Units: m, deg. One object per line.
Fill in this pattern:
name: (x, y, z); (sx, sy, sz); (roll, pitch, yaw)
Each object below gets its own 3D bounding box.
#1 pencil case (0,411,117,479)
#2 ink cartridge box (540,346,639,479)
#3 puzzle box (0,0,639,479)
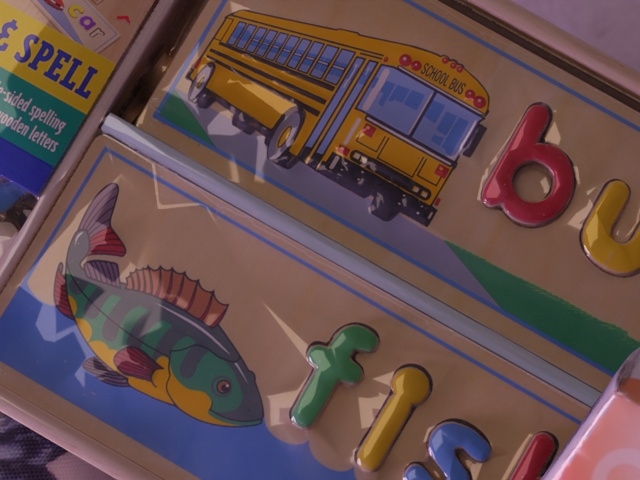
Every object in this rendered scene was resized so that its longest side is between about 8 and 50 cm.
pencil case: (-0.225, 0.202, 0.849); (0.160, 0.183, 0.410); (34, 76, 1)
ink cartridge box: (0.156, 0.145, 0.666); (0.179, 0.045, 0.145); (36, 126, 11)
puzzle box: (0.000, 0.000, 0.782); (0.409, 0.052, 0.272); (29, 81, 4)
